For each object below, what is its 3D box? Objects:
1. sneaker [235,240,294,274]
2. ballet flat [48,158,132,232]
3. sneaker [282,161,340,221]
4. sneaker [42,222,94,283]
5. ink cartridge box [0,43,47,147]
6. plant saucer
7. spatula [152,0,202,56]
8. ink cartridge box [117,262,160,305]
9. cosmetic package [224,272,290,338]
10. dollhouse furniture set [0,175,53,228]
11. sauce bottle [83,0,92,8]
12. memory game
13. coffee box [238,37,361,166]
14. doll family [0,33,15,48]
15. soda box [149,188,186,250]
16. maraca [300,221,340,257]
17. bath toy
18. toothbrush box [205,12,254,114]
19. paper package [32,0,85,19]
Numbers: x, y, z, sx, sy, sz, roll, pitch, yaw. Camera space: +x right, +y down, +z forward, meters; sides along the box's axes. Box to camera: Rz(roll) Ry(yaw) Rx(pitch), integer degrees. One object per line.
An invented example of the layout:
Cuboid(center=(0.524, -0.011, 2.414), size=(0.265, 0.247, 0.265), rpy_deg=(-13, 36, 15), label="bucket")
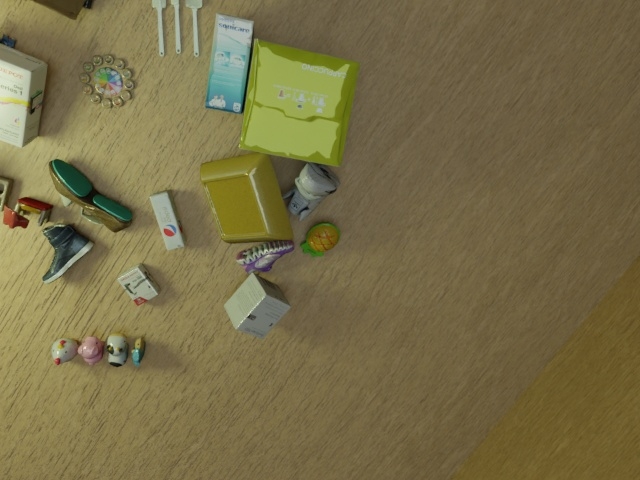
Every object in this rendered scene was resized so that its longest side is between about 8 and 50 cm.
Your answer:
Cuboid(center=(-0.209, 0.068, 1.909), size=(0.236, 0.095, 0.104), rpy_deg=(-19, 114, 3), label="sneaker")
Cuboid(center=(-0.853, -0.144, 1.755), size=(0.342, 0.116, 0.124), rpy_deg=(39, 117, -20), label="ballet flat")
Cuboid(center=(-0.047, -0.167, 1.729), size=(0.137, 0.366, 0.210), rpy_deg=(46, 104, 0), label="sneaker")
Cuboid(center=(-0.983, 0.039, 1.779), size=(0.226, 0.086, 0.163), rpy_deg=(-45, 118, -4), label="sneaker")
Cuboid(center=(-1.037, -0.479, 1.577), size=(0.201, 0.117, 0.278), rpy_deg=(20, 119, -13), label="ink cartridge box")
Cuboid(center=(-0.289, -0.131, 1.740), size=(0.332, 0.081, 0.333), rpy_deg=(-3, 113, 34), label="plant saucer")
Cuboid(center=(-0.490, -0.761, 1.661), size=(0.168, 0.019, 0.242), rpy_deg=(-1, 106, -9), label="spatula")
Cuboid(center=(-0.708, 0.171, 1.880), size=(0.099, 0.056, 0.135), rpy_deg=(-30, 108, 2), label="ink cartridge box")
Cuboid(center=(-0.249, 0.258, 1.896), size=(0.184, 0.151, 0.151), rpy_deg=(-50, 133, 8), label="cosmetic package")
Cuboid(center=(-1.142, -0.166, 1.646), size=(0.374, 0.201, 0.152), rpy_deg=(18, 103, -12), label="dollhouse furniture set")
Cuboid(center=(-0.759, -0.833, 1.590), size=(0.042, 0.042, 0.128), rpy_deg=(18, 101, -13), label="sauce bottle")
Cuboid(center=(-0.747, -0.556, 1.687), size=(0.186, 0.012, 0.186), rpy_deg=(-2, 106, -8), label="memory game")
Cuboid(center=(-0.085, -0.461, 1.639), size=(0.337, 0.334, 0.338), rpy_deg=(9, 105, -11), label="coffee box")
Cuboid(center=(-1.102, -0.647, 1.580), size=(0.193, 0.076, 0.111), rpy_deg=(23, 97, -17), label="doll family")
Cuboid(center=(-0.572, -0.077, 1.818), size=(0.069, 0.074, 0.216), rpy_deg=(-15, 107, -4), label="soda box")
Cuboid(center=(0.000, 0.000, 1.913), size=(0.127, 0.099, 0.186), rpy_deg=(28, 125, -18), label="maraca")
Cuboid(center=(-0.881, 0.437, 1.896), size=(0.348, 0.129, 0.151), rpy_deg=(3, 106, -8), label="bath toy")
Cuboid(center=(-0.305, -0.588, 1.635), size=(0.126, 0.216, 0.296), rpy_deg=(7, 104, -10), label="toothbrush box")
Cuboid(center=(-0.908, -0.832, 1.416), size=(0.325, 0.309, 0.168), rpy_deg=(28, 101, -4), label="paper package")
